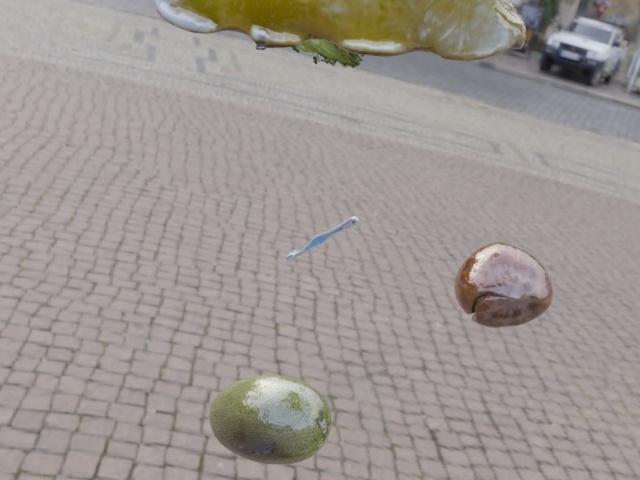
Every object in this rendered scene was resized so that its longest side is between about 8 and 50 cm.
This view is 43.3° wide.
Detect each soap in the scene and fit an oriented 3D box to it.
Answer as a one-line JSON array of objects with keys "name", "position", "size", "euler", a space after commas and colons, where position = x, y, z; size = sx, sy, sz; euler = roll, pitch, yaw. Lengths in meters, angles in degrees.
[{"name": "soap", "position": [0.024, -0.237, 0.641], "size": [0.259, 0.143, 0.281], "euler": [3, 30, 3]}]

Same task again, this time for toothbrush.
[{"name": "toothbrush", "position": [0.000, 0.000, 1.114], "size": [0.014, 0.162, 0.017], "euler": [40, 53, -18]}]

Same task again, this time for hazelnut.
[{"name": "hazelnut", "position": [0.290, 0.074, 1.275], "size": [0.154, 0.143, 0.143], "euler": [12, 19, 1]}]

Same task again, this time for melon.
[{"name": "melon", "position": [-0.061, 0.203, 0.918], "size": [0.162, 0.099, 0.099], "euler": [-4, 5, 36]}]

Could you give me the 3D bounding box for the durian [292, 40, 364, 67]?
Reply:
[{"name": "durian", "position": [-0.036, -0.357, 0.878], "size": [0.198, 0.394, 0.163], "euler": [-20, 32, 12]}]
